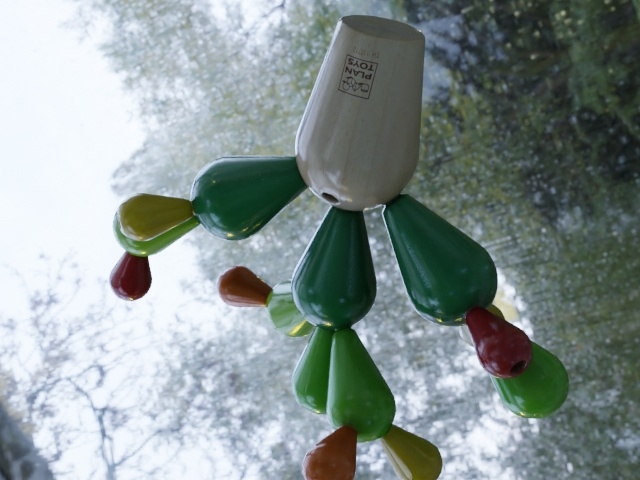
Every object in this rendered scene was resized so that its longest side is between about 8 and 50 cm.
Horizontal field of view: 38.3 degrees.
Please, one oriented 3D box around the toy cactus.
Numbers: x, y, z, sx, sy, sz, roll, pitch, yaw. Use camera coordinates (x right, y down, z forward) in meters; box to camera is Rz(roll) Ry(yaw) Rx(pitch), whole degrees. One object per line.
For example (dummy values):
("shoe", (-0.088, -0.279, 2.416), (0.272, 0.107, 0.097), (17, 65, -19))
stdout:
("toy cactus", (0.000, 0.000, 0.382), (0.112, 0.219, 0.181), (-26, -46, -50))
